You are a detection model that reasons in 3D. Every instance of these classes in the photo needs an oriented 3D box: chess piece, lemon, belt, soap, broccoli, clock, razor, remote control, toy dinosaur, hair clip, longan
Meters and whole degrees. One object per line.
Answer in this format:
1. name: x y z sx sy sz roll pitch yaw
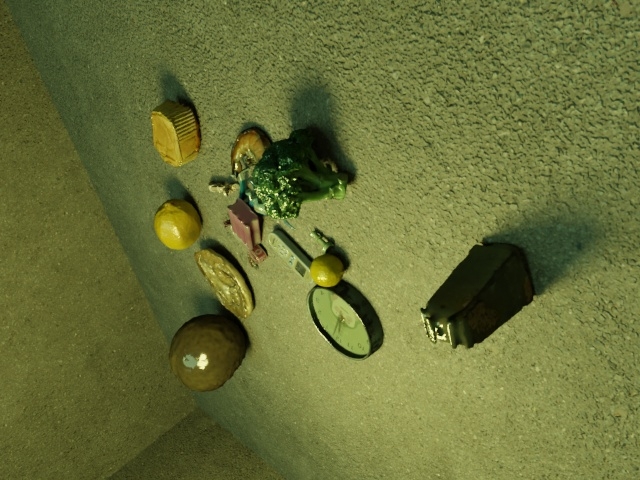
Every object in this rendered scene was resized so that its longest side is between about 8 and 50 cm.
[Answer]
1. chess piece: 0.000 0.000 1.736 0.093 0.042 0.042 44 146 28
2. lemon: 0.020 0.098 1.731 0.133 0.109 0.109 4 122 44
3. belt: -0.300 -0.005 2.108 0.232 0.053 0.071 46 154 14
4. soap: -0.282 -0.059 1.979 0.122 0.065 0.203 45 161 16
5. broccoli: -0.057 -0.181 1.491 0.270 0.270 0.270 11 137 2
6. clock: 0.079 0.280 1.860 0.319 0.066 0.319 33 142 30
7. razor: -0.290 -0.190 1.930 0.037 0.068 0.191 53 156 21
8. lemon: -0.631 -0.070 2.344 0.204 0.204 0.260 31 143 33
9. remote control: -0.098 0.055 1.905 0.244 0.047 0.087 45 143 17
10. toy dinosaur: -0.208 -0.135 1.852 0.329 0.076 0.144 24 147 46
11. hair clip: -0.393 -0.200 2.037 0.226 0.072 0.034 12 125 48
12. longan: -0.556 0.555 2.627 0.391 0.391 0.391 33 141 31

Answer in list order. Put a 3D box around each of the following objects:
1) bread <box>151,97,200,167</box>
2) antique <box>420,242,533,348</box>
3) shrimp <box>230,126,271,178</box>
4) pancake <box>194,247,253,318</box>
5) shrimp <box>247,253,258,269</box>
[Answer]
1. bread: -0.540 -0.402 1.988 0.179 0.133 0.250 35 143 27
2. antique: 0.344 0.134 1.179 0.125 0.284 0.150 6 122 50
3. shrimp: -0.221 -0.222 1.758 0.222 0.054 0.290 -14 95 45
4. pancake: -0.440 0.192 2.438 0.387 0.082 0.387 33 145 27
5. shrimp: -0.286 0.084 2.190 0.038 0.029 0.092 15 134 44
